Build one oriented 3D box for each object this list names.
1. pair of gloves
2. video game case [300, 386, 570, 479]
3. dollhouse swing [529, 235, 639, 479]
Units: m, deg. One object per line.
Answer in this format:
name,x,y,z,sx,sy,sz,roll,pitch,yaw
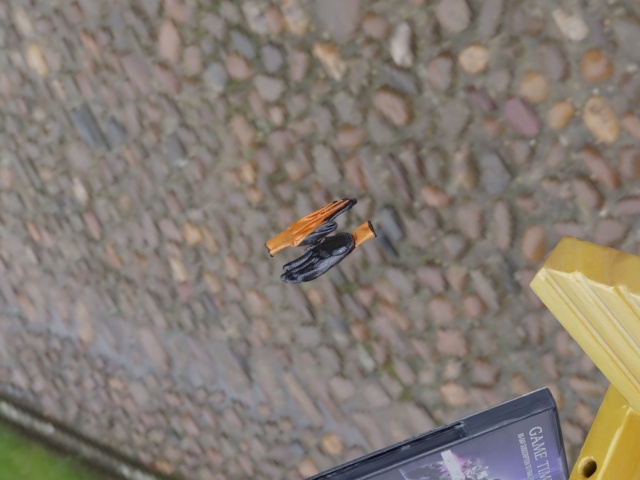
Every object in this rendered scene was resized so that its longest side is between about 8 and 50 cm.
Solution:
pair of gloves,0.000,0.000,0.985,0.010,0.074,0.083,59,-179,-27
video game case,0.076,0.227,1.178,0.196,0.274,0.026,70,178,-51
dollhouse swing,0.260,0.213,0.926,0.305,0.315,0.347,28,175,-38
